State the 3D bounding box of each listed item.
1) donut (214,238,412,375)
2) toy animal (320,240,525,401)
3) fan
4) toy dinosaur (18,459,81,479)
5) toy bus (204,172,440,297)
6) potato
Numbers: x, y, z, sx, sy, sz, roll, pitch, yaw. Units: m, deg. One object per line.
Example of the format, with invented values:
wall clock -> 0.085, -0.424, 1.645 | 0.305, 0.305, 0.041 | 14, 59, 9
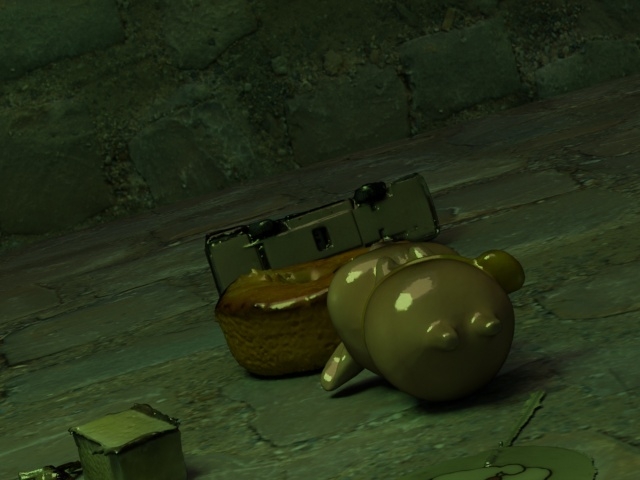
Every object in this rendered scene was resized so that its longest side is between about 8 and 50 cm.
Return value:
donut -> 0.001, 0.065, 1.766 | 0.254, 0.118, 0.253 | -16, 12, 3
toy animal -> 0.099, 0.072, 1.489 | 0.165, 0.149, 0.248 | -4, -1, -13
fan -> 0.136, 0.169, 1.249 | 0.191, 0.009, 0.329 | -11, 10, 25
toy dinosaur -> -0.254, 0.224, 1.460 | 0.058, 0.037, 0.180 | -20, 8, -2
toy bus -> 0.000, 0.000, 2.212 | 0.317, 0.112, 0.138 | -16, -1, -9
potato -> -0.174, 0.193, 1.445 | 0.086, 0.061, 0.122 | -19, 12, -26
